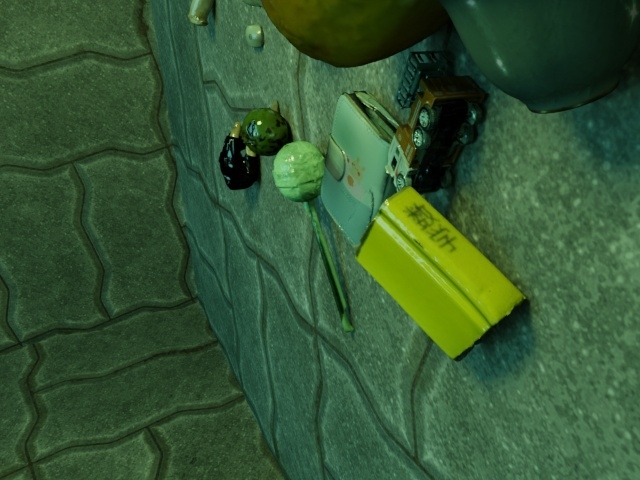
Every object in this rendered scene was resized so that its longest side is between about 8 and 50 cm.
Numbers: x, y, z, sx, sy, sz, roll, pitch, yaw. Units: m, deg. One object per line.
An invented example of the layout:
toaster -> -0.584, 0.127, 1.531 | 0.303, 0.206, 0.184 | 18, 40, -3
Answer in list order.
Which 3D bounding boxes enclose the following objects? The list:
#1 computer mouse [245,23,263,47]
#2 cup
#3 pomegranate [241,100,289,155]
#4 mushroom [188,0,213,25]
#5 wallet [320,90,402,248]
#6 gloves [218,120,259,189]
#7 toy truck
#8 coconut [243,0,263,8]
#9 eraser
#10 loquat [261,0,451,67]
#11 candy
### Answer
computer mouse -> -0.176, -0.522, 1.442 | 0.110, 0.032, 0.056 | -139, 41, -57
cup -> 0.203, -0.195, 0.495 | 0.150, 0.199, 0.199 | 65, 164, -21
pomegranate -> -0.128, -0.277, 1.385 | 0.122, 0.122, 0.162 | 106, -178, -53
mushroom -> -0.366, -0.785, 1.692 | 0.099, 0.096, 0.278 | -126, 26, -48
wallet -> 0.073, -0.116, 0.986 | 0.176, 0.075, 0.250 | 57, 151, 34
gloves -> -0.246, -0.258, 1.689 | 0.164, 0.124, 0.204 | 23, 134, 43
toy truck -> 0.143, -0.153, 0.777 | 0.178, 0.080, 0.115 | 104, 151, -49
coconut -> -0.067, -0.506, 0.914 | 0.241, 0.241, 0.241 | 167, 90, -69
eraser -> 0.154, 0.047, 0.785 | 0.226, 0.069, 0.158 | 46, 153, 16
loquat -> 0.052, -0.346, 0.655 | 0.284, 0.275, 0.276 | 17, 118, 63
candy -> 0.000, 0.000, 1.236 | 0.119, 0.119, 0.440 | 16, 124, 67
